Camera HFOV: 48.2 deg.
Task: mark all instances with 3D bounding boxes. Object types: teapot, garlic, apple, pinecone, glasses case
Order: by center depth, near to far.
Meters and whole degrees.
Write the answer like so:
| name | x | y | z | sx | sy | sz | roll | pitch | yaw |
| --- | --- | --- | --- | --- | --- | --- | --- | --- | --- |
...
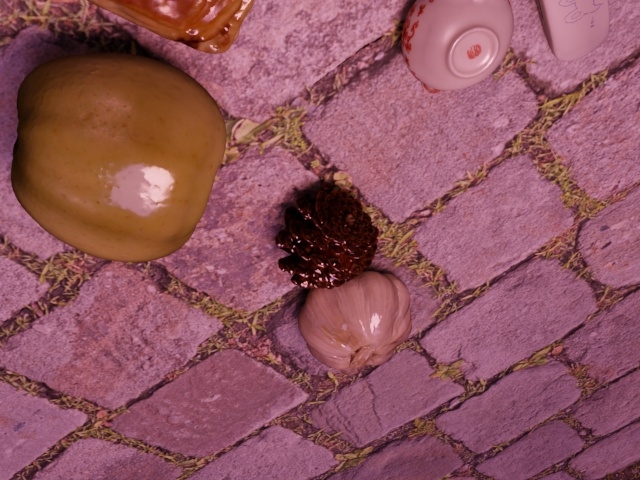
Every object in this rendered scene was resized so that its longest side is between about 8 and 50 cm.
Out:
| name | x | y | z | sx | sy | sz | roll | pitch | yaw |
| --- | --- | --- | --- | --- | --- | --- | --- | --- | --- |
| apple | -0.255 | -0.103 | 0.912 | 0.279 | 0.279 | 0.279 | -10 | 136 | -10 |
| teapot | 0.193 | -0.294 | 0.983 | 0.159 | 0.116 | 0.245 | 6 | 125 | -11 |
| glasses case | 0.351 | -0.346 | 1.004 | 0.092 | 0.059 | 0.233 | -24 | 141 | 11 |
| pinecone | -0.001 | 0.008 | 1.171 | 0.163 | 0.162 | 0.165 | 12 | 141 | -30 |
| garlic | 0.070 | 0.159 | 1.340 | 0.228 | 0.152 | 0.227 | -10 | 130 | -12 |

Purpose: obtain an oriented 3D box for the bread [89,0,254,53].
| name | x | y | z | sx | sy | sz | roll | pitch | yaw |
| --- | --- | --- | --- | --- | --- | --- | --- | --- | --- |
| bread | -0.180 | -0.373 | 0.709 | 0.325 | 0.167 | 0.277 | 16 | 126 | -32 |
